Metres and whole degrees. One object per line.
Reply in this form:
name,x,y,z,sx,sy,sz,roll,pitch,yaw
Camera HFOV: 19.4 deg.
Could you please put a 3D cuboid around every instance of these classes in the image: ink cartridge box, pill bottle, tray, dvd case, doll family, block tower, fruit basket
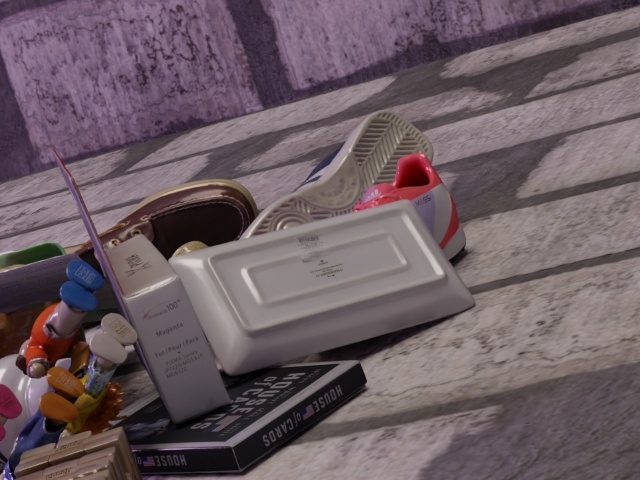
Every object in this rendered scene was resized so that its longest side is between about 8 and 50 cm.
ink cartridge box,-0.171,0.026,1.737,0.060,0.239,0.275,-22,12,-8
pill bottle,-0.309,0.165,1.779,0.193,0.108,0.108,-12,13,29
tray,0.005,0.034,1.779,0.270,0.145,0.030,-14,-35,-26
dvd case,-0.100,0.160,1.679,0.239,0.029,0.179,-9,15,43
doll family,-0.234,0.156,1.595,0.163,0.118,0.263,-54,4,44
block tower,-0.183,0.229,1.335,0.091,0.097,0.335,-19,13,3
fruit basket,-0.375,0.074,1.924,0.327,0.165,0.353,-15,-17,2

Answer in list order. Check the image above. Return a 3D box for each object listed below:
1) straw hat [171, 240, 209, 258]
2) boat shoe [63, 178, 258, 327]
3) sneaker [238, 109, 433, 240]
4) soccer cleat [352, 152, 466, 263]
straw hat,-0.139,0.036,2.067,0.144,0.061,0.144,-47,-3,-3
boat shoe,-0.233,0.035,2.266,0.342,0.123,0.123,-21,20,6
sneaker,0.000,0.000,2.093,0.350,0.131,0.148,-44,-4,-41
soccer cleat,0.056,0.008,1.918,0.109,0.116,0.318,-11,15,29
